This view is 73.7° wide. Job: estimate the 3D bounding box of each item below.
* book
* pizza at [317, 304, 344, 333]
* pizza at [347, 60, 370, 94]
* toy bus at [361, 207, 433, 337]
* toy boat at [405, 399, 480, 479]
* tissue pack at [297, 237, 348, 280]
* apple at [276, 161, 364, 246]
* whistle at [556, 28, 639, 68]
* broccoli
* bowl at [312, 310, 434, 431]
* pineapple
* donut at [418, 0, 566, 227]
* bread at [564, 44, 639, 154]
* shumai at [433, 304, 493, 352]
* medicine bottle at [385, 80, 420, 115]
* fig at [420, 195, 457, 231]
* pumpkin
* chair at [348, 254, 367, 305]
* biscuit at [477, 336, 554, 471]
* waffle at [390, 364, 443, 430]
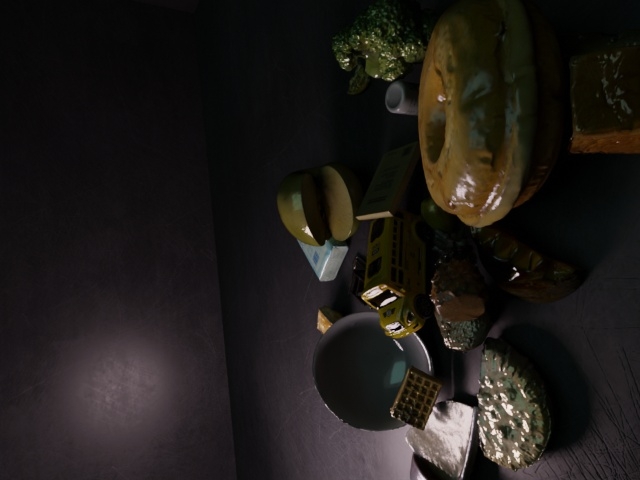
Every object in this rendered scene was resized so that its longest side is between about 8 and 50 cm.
[{"bbox_3d":[0.194,-0.165,1.211,0.161,0.026,0.231,-5,56,61],"label":"book"},{"bbox_3d":[0.069,0.334,1.552,0.204,0.080,0.188,47,155,34],"label":"pizza"},{"bbox_3d":[0.121,-0.539,1.413,0.123,0.026,0.109,0,90,60],"label":"pizza"},{"bbox_3d":[0.199,0.082,1.141,0.145,0.151,0.332,-41,32,51],"label":"toy bus"},{"bbox_3d":[0.327,0.563,1.121,0.276,0.111,0.294,-16,67,60],"label":"toy boat"},{"bbox_3d":[0.000,0.000,1.615,0.263,0.089,0.177,60,139,41],"label":"tissue pack"},{"bbox_3d":[0.004,-0.120,1.406,0.292,0.291,0.254,17,126,58],"label":"apple"},{"bbox_3d":[0.485,-0.349,0.785,0.326,0.057,0.068,34,121,54],"label":"whistle"},{"bbox_3d":[0.160,-0.491,1.127,0.302,0.253,0.186,-32,66,56],"label":"broccoli"},{"bbox_3d":[0.158,0.362,1.264,0.157,0.345,0.346,-18,-73,-77],"label":"bowl"},{"bbox_3d":[0.309,0.062,0.980,0.248,0.128,0.128,-79,14,-46],"label":"pineapple"},{"bbox_3d":[0.313,-0.248,0.845,0.449,0.197,0.450,178,90,-89],"label":"donut"},{"bbox_3d":[0.474,-0.218,0.688,0.143,0.158,0.149,-2,91,22],"label":"bread"},{"bbox_3d":[0.351,0.195,1.016,0.145,0.116,0.146,-13,71,44],"label":"shumai"},{"bbox_3d":[0.242,-0.371,1.122,0.080,0.130,0.081,14,106,58],"label":"medicine bottle"},{"bbox_3d":[0.323,-0.049,1.105,0.166,0.093,0.093,53,157,-21],"label":"fig"},{"bbox_3d":[0.394,0.056,0.913,0.254,0.130,0.149,45,130,46],"label":"pumpkin"},{"bbox_3d":[0.128,0.122,1.395,0.212,0.101,0.084,39,125,50],"label":"chair"},{"bbox_3d":[0.423,0.365,0.938,0.179,0.084,0.282,-4,89,60],"label":"biscuit"},{"bbox_3d":[0.257,0.422,1.143,0.102,0.042,0.148,22,99,11],"label":"waffle"}]
